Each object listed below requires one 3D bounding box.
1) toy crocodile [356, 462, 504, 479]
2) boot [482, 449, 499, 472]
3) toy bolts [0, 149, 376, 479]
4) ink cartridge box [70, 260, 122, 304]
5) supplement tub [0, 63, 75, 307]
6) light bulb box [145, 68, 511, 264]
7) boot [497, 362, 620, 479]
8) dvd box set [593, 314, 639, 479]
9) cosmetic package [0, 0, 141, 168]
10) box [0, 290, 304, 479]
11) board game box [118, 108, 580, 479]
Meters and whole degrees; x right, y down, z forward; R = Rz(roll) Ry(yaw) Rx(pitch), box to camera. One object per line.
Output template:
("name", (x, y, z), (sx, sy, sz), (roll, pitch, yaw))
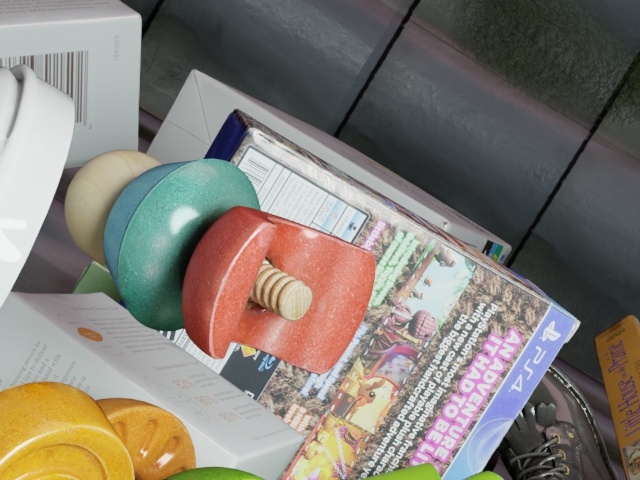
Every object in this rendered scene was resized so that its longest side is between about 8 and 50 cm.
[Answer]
("toy crocodile", (0.114, 0.247, 0.841), (0.115, 0.105, 0.340), (-19, 34, -23))
("boot", (0.098, 0.175, 1.437), (0.137, 0.077, 0.198), (23, 8, -23))
("toy bolts", (-0.109, 0.058, 0.626), (0.158, 0.228, 0.218), (27, 1, 39))
("ink cartridge box", (-0.129, 0.070, 1.239), (0.171, 0.056, 0.235), (31, 4, -1))
("supplement tub", (-0.304, -0.061, 0.650), (0.316, 0.228, 0.228), (29, 7, -23))
("light bulb box", (0.000, 0.000, 1.611), (0.358, 0.225, 0.361), (33, 6, 19))
("boot", (0.185, 0.200, 1.085), (0.263, 0.091, 0.229), (55, 17, 12))
("dvd box set", (0.393, 0.268, 1.337), (0.308, 0.062, 0.420), (54, 14, -8))
("cosmetic package", (-0.387, -0.223, 1.443), (0.230, 0.162, 0.453), (-10, 30, -29))
("box", (-0.117, 0.112, 0.800), (0.170, 0.091, 0.130), (33, 7, 15))
("board game box", (0.004, 0.073, 1.034), (0.291, 0.232, 0.141), (31, 6, -13))
